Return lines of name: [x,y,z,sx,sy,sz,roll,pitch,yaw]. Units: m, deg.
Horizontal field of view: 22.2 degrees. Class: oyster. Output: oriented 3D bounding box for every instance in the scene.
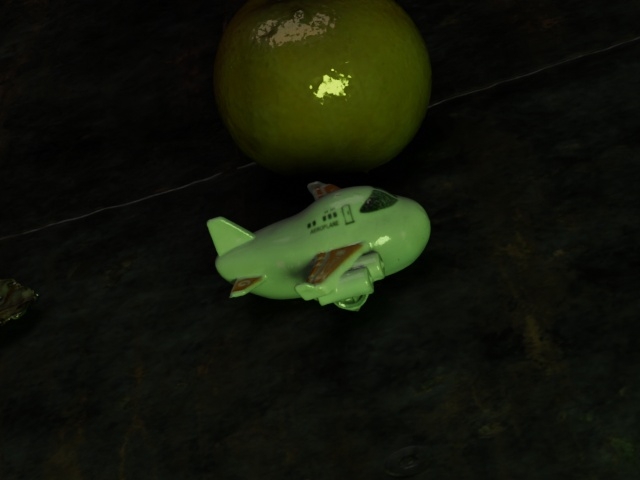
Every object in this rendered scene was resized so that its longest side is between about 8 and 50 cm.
oyster: [-0.415,0.075,1.999,0.105,0.056,0.177,-22,25,-32]

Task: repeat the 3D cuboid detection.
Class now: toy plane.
toy plane: [0.000,0.000,1.802,0.244,0.117,0.245,-16,25,8]

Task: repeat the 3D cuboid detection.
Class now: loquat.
loquat: [-0.003,-0.215,2.050,0.275,0.275,0.275,-15,27,8]
